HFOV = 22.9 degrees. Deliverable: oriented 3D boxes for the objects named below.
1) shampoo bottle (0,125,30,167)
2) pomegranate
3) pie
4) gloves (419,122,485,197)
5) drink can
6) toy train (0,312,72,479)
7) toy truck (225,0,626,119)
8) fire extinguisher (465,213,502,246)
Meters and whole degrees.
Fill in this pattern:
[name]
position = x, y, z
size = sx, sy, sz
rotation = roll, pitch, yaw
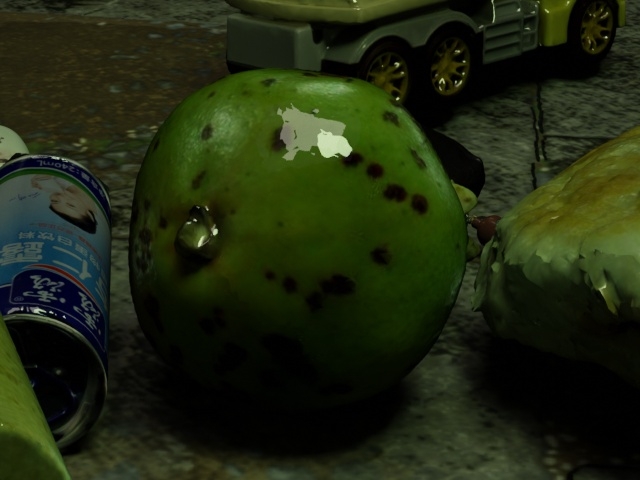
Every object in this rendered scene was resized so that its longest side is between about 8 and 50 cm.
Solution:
[shampoo bottle]
position = -0.262, -0.064, 1.232
size = 0.077, 0.045, 0.152
rotation = -4, 26, -10
[pomegranate]
position = 0.000, 0.000, 0.950
size = 0.211, 0.211, 0.263
rotation = 22, 14, 36
[pie]
position = 0.293, 0.013, 0.962
size = 0.395, 0.180, 0.418
rotation = -18, 25, -35
[gloves]
position = -0.010, -0.024, 1.097
size = 0.203, 0.124, 0.164
rotation = -8, 8, -36
[drink can]
position = -0.177, 0.031, 0.983
size = 0.097, 0.097, 0.235
rotation = -1, 27, -5
[toy train]
position = -0.190, 0.104, 0.724
size = 0.126, 0.189, 0.307
rotation = -14, 25, -15
[toy truck]
position = 0.096, -0.246, 1.401
size = 0.405, 0.254, 0.181
rotation = -18, 27, -40
[fire extinguisher]
position = 0.143, -0.002, 1.137
size = 0.046, 0.032, 0.100
rotation = -33, 47, -33
